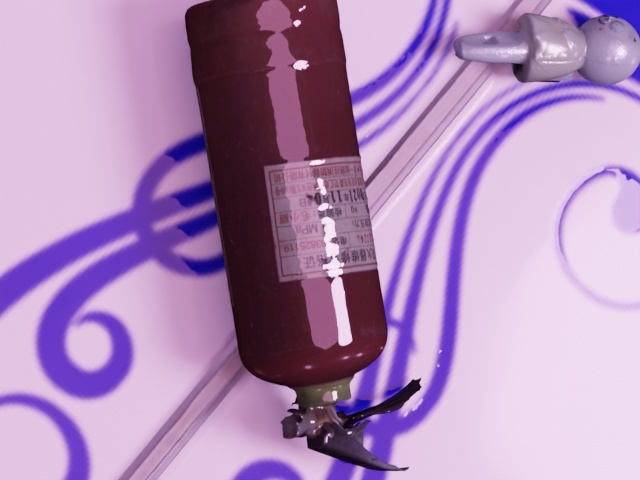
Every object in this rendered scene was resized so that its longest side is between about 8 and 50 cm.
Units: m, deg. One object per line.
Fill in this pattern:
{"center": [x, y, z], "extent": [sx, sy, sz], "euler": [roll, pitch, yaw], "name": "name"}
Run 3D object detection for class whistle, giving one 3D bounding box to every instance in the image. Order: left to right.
{"center": [0.114, -0.093, 0.963], "extent": [0.100, 0.035, 0.035], "euler": [-1, 89, -14], "name": "whistle"}

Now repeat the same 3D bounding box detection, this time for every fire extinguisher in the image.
{"center": [0.000, 0.000, 0.916], "extent": [0.099, 0.071, 0.231], "euler": [-13, 93, -43], "name": "fire extinguisher"}
